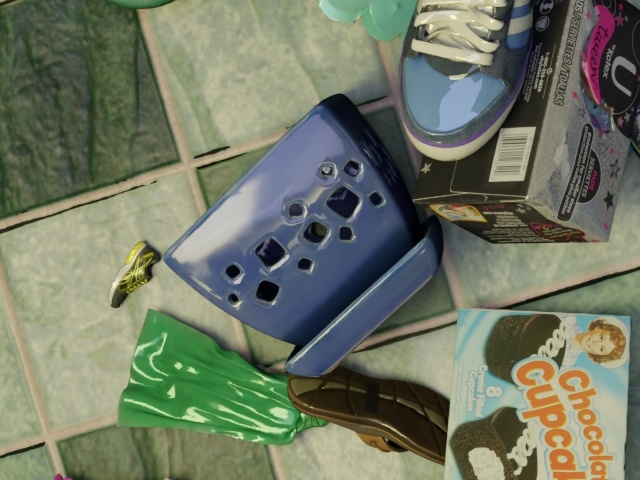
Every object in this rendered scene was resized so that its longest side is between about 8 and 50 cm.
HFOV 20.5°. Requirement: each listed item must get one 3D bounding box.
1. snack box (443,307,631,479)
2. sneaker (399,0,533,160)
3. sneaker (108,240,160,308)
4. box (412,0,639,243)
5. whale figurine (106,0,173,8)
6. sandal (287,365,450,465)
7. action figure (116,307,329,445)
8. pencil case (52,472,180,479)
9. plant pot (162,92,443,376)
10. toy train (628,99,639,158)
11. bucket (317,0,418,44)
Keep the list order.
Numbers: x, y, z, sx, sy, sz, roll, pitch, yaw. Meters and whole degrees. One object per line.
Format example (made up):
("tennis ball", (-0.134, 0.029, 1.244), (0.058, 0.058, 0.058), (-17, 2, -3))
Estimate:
("snack box", (0.225, 0.231, 1.847), (0.187, 0.060, 0.322), (2, 65, 9))
("sneaker", (0.136, -0.258, 1.651), (0.130, 0.236, 0.322), (18, 79, 20))
("sneaker", (-0.211, 0.043, 1.998), (0.035, 0.031, 0.083), (29, 96, 8))
("box", (0.222, -0.132, 1.805), (0.163, 0.142, 0.247), (0, 72, 47))
("whale figurine", (-0.161, -0.373, 1.919), (0.272, 0.141, 0.216), (-41, 102, -1))
("sandal", (0.064, 0.198, 1.928), (0.219, 0.090, 0.060), (16, 135, -6))
("action figure", (-0.099, 0.171, 1.965), (0.232, 0.063, 0.137), (15, 92, 13))
("pencil case", (-0.224, 0.298, 1.988), (0.152, 0.064, 0.070), (-2, 107, 10))
("plant pot", (0.000, 0.000, 1.865), (0.236, 0.236, 0.212), (-43, 91, 9))
("toy train", (0.379, -0.077, 1.854), (0.080, 0.105, 0.184), (-34, 85, 9))
("bucket", (0.028, -0.328, 1.833), (0.281, 0.281, 0.183), (27, 94, 8))
